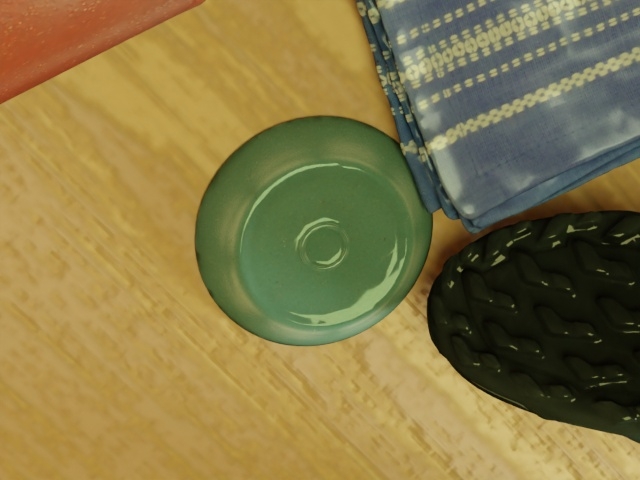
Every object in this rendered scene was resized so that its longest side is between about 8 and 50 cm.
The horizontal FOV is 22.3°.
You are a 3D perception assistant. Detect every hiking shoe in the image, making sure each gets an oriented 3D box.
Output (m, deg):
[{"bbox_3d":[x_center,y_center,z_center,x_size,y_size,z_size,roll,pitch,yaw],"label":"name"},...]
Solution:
[{"bbox_3d":[0.203,0.060,0.807,0.304,0.132,0.113,5,70,4],"label":"hiking shoe"}]

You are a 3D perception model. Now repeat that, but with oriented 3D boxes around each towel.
[{"bbox_3d":[0.114,-0.191,0.730,0.243,0.040,0.336,-23,113,-6],"label":"towel"}]

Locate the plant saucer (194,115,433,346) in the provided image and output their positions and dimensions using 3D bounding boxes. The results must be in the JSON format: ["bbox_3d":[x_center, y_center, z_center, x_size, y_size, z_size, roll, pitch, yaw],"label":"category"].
[{"bbox_3d":[0.000,0.000,0.783,0.119,0.021,0.119,-5,111,-13],"label":"plant saucer"}]

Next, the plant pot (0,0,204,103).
[{"bbox_3d":[-0.193,-0.132,0.568,0.265,0.272,0.272,-24,114,-13],"label":"plant pot"}]
